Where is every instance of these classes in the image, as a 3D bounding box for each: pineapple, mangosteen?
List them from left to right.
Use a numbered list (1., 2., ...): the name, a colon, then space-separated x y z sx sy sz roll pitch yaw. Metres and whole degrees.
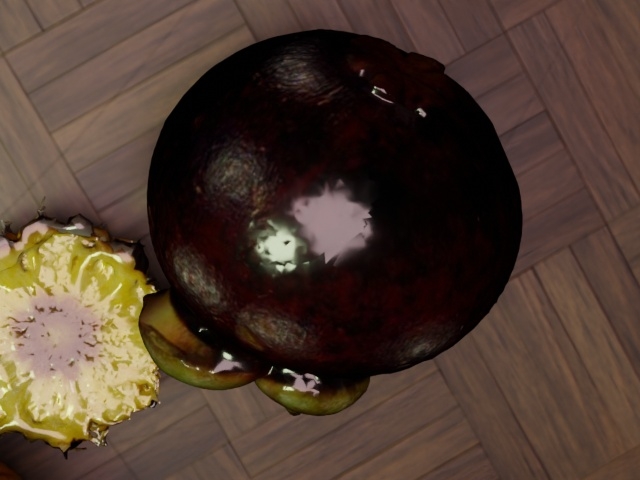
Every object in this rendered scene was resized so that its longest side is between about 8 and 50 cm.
1. pineapple: -0.226 0.078 1.370 0.224 0.076 0.225 -1 94 -9
2. mangosteen: 0.000 0.000 1.294 0.306 0.307 0.347 18 121 -8

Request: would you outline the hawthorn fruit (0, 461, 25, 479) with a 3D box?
1. hawthorn fruit: -0.327 0.297 1.306 0.261 0.258 0.258 13 95 16
